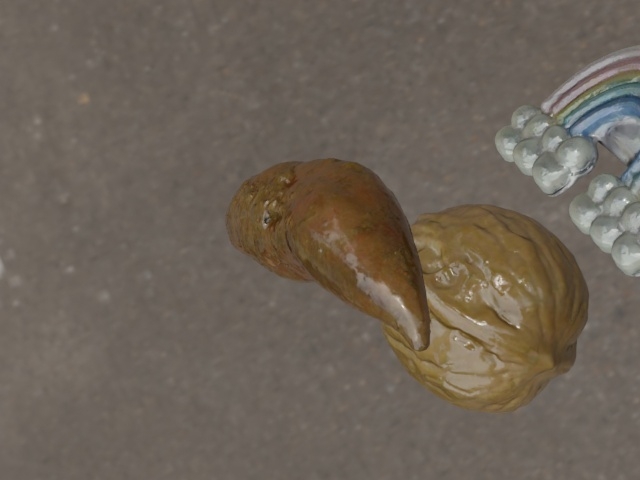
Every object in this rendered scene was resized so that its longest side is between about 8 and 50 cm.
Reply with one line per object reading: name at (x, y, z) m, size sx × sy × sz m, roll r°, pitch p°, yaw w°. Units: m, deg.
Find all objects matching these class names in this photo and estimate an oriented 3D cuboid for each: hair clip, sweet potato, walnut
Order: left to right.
sweet potato at (0.000, -0.013, 1.253) m, size 0.354 × 0.095 × 0.106 m, roll -152°, pitch 55°, yaw -65°
walnut at (0.158, 0.066, 1.615) m, size 0.213 × 0.213 × 0.213 m, roll 23°, pitch 124°, yaw 37°
hair clip at (0.220, -0.058, 1.139) m, size 0.140 × 0.054 × 0.220 m, roll -50°, pitch 44°, yaw 11°
